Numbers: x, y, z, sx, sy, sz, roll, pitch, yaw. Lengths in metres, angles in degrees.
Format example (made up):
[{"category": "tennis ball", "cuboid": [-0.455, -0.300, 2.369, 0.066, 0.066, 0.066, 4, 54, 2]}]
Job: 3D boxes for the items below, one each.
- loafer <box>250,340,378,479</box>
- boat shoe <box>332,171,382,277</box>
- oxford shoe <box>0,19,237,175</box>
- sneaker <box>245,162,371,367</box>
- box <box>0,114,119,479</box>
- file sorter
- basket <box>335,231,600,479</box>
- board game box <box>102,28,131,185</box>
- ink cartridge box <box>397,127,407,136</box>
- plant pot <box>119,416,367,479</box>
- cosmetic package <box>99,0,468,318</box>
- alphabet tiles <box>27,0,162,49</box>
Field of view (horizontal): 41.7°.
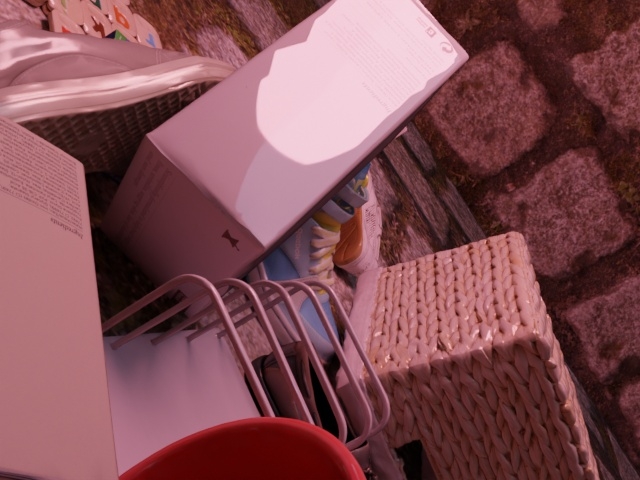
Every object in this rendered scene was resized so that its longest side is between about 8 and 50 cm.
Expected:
[{"category": "loafer", "cuboid": [0.015, 0.242, 0.991, 0.267, 0.084, 0.096, 58, 18, -2]}, {"category": "boat shoe", "cuboid": [0.068, -0.030, 1.549, 0.096, 0.098, 0.277, 47, 31, -31]}, {"category": "oxford shoe", "cuboid": [-0.221, -0.143, 0.826, 0.130, 0.169, 0.449, 50, 29, 10]}, {"category": "sneaker", "cuboid": [0.000, 0.000, 1.123, 0.319, 0.208, 0.127, 65, 17, 0]}, {"category": "box", "cuboid": [-0.215, 0.050, 0.559, 0.113, 0.094, 0.275, 36, 31, -48]}, {"category": "file sorter", "cuboid": [-0.074, 0.143, 0.786, 0.193, 0.173, 0.277, 64, 19, 14]}, {"category": "basket", "cuboid": [0.210, 0.209, 1.175, 0.331, 0.266, 0.328, -74, 143, -66]}, {"category": "board game box", "cuboid": [-0.223, -0.146, 1.026, 0.136, 0.035, 0.201, 42, 33, -41]}, {"category": "ink cartridge box", "cuboid": [0.080, -0.224, 1.734, 0.061, 0.181, 0.104, 44, 23, -37]}, {"category": "plant pot", "cuboid": [-0.041, 0.296, 0.539, 0.275, 0.275, 0.243, -86, 150, -60]}, {"category": "cosmetic package", "cuboid": [-0.034, -0.109, 0.913, 0.156, 0.217, 0.385, 47, 53, 0]}, {"category": "alphabet tiles", "cuboid": [-0.308, -0.308, 1.126, 0.284, 0.021, 0.278, 34, 30, -52]}]
